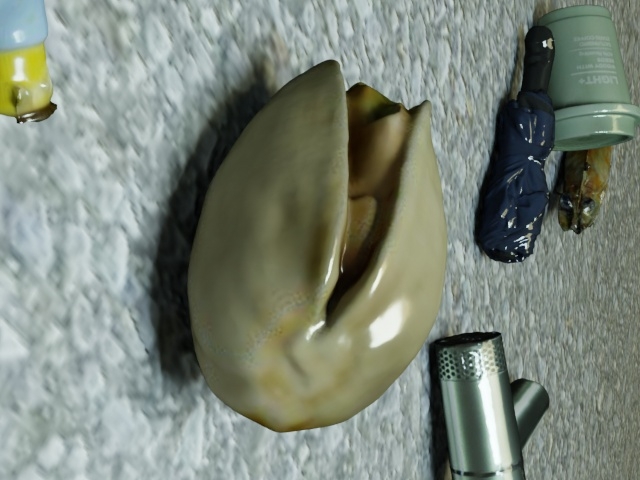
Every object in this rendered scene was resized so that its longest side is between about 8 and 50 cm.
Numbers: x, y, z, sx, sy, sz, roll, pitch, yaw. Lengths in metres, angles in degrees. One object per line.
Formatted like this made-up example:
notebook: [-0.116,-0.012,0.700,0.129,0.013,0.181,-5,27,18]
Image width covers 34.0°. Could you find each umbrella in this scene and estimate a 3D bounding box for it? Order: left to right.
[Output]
umbrella: [0.204,-0.096,1.017,0.071,0.071,0.248,50,51,-53]

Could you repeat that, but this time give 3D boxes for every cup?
cup: [0.272,-0.170,1.102,0.120,0.120,0.141,6,77,-63]

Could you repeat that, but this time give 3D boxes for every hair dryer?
hair dryer: [0.201,0.240,0.972,0.284,0.156,0.320,2,83,-53]

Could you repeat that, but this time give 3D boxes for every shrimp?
shrimp: [0.332,-0.065,1.291,0.296,0.058,0.169,-62,147,-45]

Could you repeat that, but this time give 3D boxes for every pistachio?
pistachio: [0.000,0.000,0.565,0.144,0.144,0.215,63,34,-45]

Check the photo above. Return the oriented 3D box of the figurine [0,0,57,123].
figurine: [-0.119,-0.158,0.311,0.162,0.143,0.263,-34,134,-50]
